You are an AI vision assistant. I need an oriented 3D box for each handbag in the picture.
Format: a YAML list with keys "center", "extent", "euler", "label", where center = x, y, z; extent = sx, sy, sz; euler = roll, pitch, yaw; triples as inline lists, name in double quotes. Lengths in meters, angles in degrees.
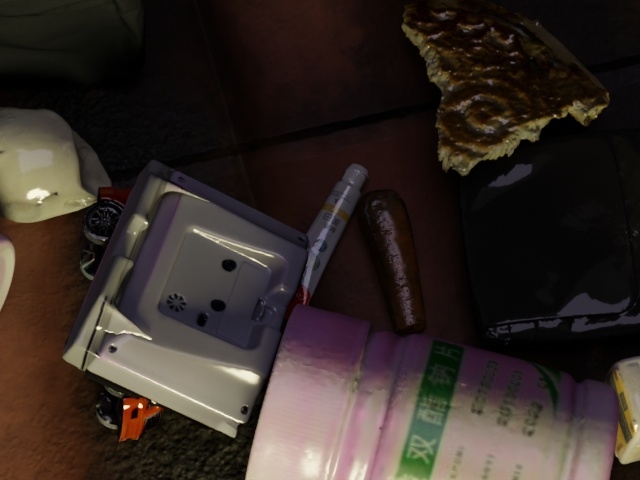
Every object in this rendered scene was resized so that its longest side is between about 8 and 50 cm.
- center: [-0.334, -0.283, 1.682]
  extent: [0.301, 0.275, 0.178]
  euler: [-2, 75, 2]
  label: "handbag"
- center: [0.264, 0.002, 1.681]
  extent: [0.223, 0.080, 0.247]
  euler: [-7, 62, 4]
  label: "handbag"

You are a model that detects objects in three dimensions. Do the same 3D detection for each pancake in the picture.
- center: [0.179, -0.160, 1.727]
  extent: [0.266, 0.057, 0.244]
  euler: [20, 59, 22]
  label: "pancake"

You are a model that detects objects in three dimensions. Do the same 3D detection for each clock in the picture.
- center: [-0.124, 0.048, 1.540]
  extent: [0.186, 0.083, 0.253]
  euler: [26, 52, -12]
  label: "clock"

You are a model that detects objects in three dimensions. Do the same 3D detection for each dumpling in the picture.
- center: [-0.321, -0.095, 1.702]
  extent: [0.176, 0.092, 0.150]
  euler: [-7, 53, 1]
  label: "dumpling"

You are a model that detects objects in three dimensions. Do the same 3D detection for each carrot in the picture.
- center: [0.078, 0.021, 1.680]
  extent: [0.055, 0.055, 0.161]
  euler: [-11, 70, -6]
  label: "carrot"

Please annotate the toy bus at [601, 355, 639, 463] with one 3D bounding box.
- center: [0.455, 0.138, 1.593]
  extent: [0.342, 0.138, 0.097]
  euler: [-12, 65, -5]
  label: "toy bus"

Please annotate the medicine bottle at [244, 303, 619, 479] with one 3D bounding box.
- center: [0.106, 0.199, 1.517]
  extent: [0.325, 0.212, 0.212]
  euler: [16, 67, 4]
  label: "medicine bottle"

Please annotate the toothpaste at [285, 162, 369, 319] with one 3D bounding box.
- center: [0.000, 0.000, 1.699]
  extent: [0.048, 0.031, 0.190]
  euler: [27, 71, 6]
  label: "toothpaste"

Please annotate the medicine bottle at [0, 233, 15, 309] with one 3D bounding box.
- center: [-0.464, 0.009, 1.624]
  extent: [0.274, 0.133, 0.133]
  euler: [21, 68, 6]
  label: "medicine bottle"

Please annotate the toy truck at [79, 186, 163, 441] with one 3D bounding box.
- center: [-0.181, 0.074, 1.618]
  extent: [0.114, 0.107, 0.253]
  euler: [-5, 65, -14]
  label: "toy truck"
